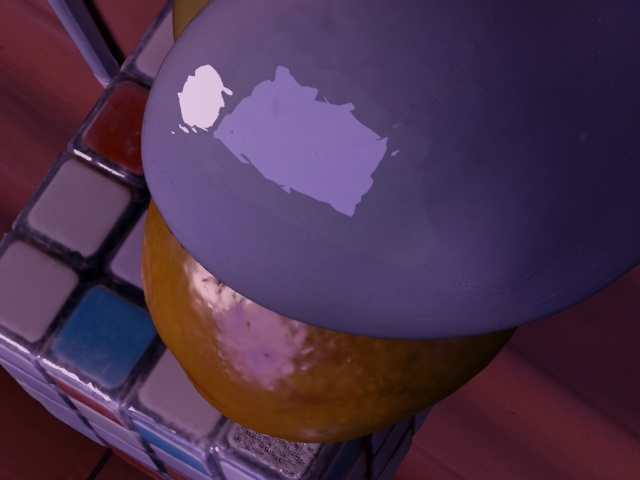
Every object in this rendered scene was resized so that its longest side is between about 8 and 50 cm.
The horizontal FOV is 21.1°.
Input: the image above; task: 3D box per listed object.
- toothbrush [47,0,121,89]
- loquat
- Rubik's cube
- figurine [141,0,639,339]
[{"bbox_3d":[-0.167,-0.140,1.269,0.030,0.025,0.342,29,164,21],"label":"toothbrush"},{"bbox_3d":[0.000,0.000,0.872,0.213,0.213,0.246,24,-172,29],"label":"loquat"},{"bbox_3d":[-0.044,0.040,1.138,0.253,0.256,0.259,28,164,15],"label":"Rubik's cube"},{"bbox_3d":[-0.023,-0.123,0.658,0.382,0.205,0.224,48,154,23],"label":"figurine"}]
